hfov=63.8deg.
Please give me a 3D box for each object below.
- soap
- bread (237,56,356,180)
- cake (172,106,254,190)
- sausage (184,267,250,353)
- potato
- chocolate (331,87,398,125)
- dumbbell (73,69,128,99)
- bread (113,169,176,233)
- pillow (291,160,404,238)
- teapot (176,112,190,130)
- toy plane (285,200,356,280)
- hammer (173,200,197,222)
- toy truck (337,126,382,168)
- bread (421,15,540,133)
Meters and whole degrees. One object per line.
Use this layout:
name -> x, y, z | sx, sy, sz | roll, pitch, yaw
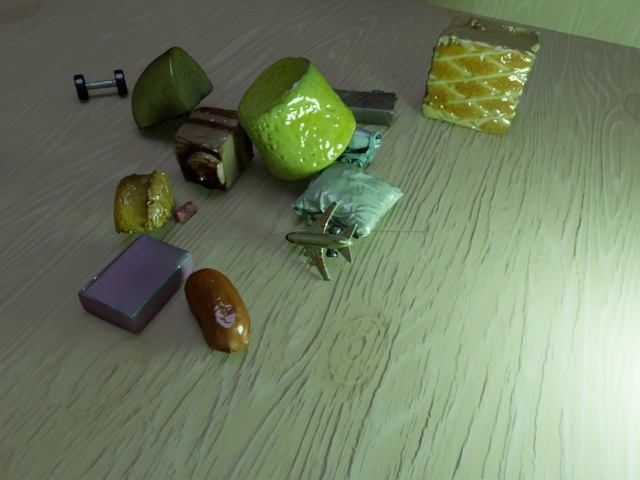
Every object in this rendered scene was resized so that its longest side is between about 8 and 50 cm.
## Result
soap -> -0.488, 0.107, 1.387 | 0.181, 0.081, 0.259 | 19, 45, 15
bread -> -0.088, -0.397, 1.682 | 0.348, 0.308, 0.348 | -19, 48, 23
cake -> -0.371, -0.294, 1.732 | 0.199, 0.196, 0.293 | 14, 49, 12
sausage -> -0.260, 0.171, 1.312 | 0.133, 0.133, 0.258 | -19, 48, -23
potato -> -0.591, -0.564, 1.902 | 0.280, 0.213, 0.330 | -18, 27, 17
chocolate -> 0.153, -0.535, 2.080 | 0.321, 0.112, 0.112 | 4, 53, -1
dumbbell -> -0.891, -0.632, 2.089 | 0.191, 0.100, 0.100 | -14, 48, -17
bread -> -0.529, -0.134, 1.547 | 0.160, 0.147, 0.260 | -4, 30, 2
pillow -> 0.089, -0.132, 1.639 | 0.283, 0.138, 0.310 | 22, 44, 16
teapot -> -0.515, -0.446, 1.945 | 0.057, 0.083, 0.067 | 38, 51, 23
toy plane -> 0.000, 0.000, 1.502 | 0.244, 0.229, 0.092 | 5, -3, 43
hammer -> -0.427, -0.092, 1.623 | 0.043, 0.043, 0.083 | 24, 48, 19
toy truck -> 0.095, -0.360, 1.867 | 0.257, 0.140, 0.108 | 21, 47, 16
bread -> 0.635, -0.668, 2.064 | 0.390, 0.371, 0.279 | 14, 44, 11
